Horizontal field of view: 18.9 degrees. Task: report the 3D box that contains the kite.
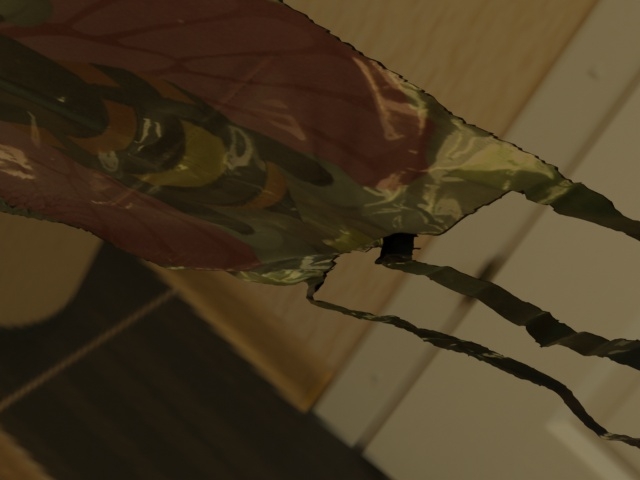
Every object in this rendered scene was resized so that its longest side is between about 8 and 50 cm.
[{"bbox_3d":[0.001,-0.003,0.408,0.360,0.204,0.022,26,66,-16],"label":"kite"}]
